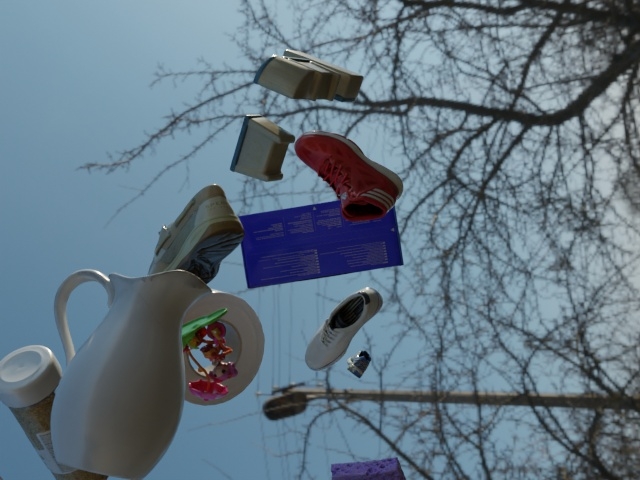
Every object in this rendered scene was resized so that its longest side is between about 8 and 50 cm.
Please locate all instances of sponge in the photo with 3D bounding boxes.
[{"bbox_3d":[0.102,0.453,1.165,0.031,0.117,0.210,-86,-20,-50],"label":"sponge"}]

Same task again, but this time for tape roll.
[{"bbox_3d":[-0.287,0.265,1.665,0.286,0.100,0.286,-3,-85,-34],"label":"tape roll"}]

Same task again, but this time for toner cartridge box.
[{"bbox_3d":[0.000,0.000,1.476,0.075,0.347,0.165,-22,-76,-86],"label":"toner cartridge box"}]

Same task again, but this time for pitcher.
[{"bbox_3d":[-0.221,0.131,0.695,0.125,0.177,0.207,57,-138,-62],"label":"pitcher"}]

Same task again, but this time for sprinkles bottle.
[{"bbox_3d":[-0.541,0.378,1.359,0.121,0.121,0.355,-59,-32,-45],"label":"sprinkles bottle"}]

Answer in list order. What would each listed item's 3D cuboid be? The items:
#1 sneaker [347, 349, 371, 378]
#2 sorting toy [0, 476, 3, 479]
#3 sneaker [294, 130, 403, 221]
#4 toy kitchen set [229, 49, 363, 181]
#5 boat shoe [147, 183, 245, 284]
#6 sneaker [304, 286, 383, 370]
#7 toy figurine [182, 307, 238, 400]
[{"bbox_3d":[0.102,0.298,1.631,0.052,0.058,0.135,38,-178,0],"label":"sneaker"},{"bbox_3d":[-0.546,0.416,1.065,0.075,0.044,0.083,70,-153,-68],"label":"sorting toy"},{"bbox_3d":[0.038,-0.115,1.195,0.128,0.221,0.087,-56,-11,-53],"label":"sneaker"},{"bbox_3d":[-0.053,-0.187,0.977,0.207,0.122,0.166,-21,-46,-61],"label":"toy kitchen set"},{"bbox_3d":[-0.229,0.013,1.138,0.109,0.302,0.098,-6,-115,-37],"label":"boat shoe"},{"bbox_3d":[0.037,0.207,1.568,0.258,0.094,0.091,-53,-29,15],"label":"sneaker"},{"bbox_3d":[-0.227,0.244,1.347,0.159,0.173,0.130,62,-172,-8],"label":"toy figurine"}]
